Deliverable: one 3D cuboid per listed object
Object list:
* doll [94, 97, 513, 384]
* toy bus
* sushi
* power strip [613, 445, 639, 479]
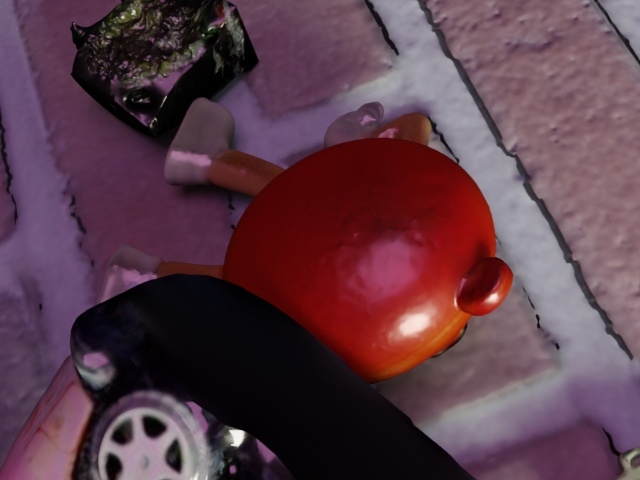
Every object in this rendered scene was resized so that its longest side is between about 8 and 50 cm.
[{"bbox_3d":[0.000,0.000,0.481,0.217,0.085,0.183,6,60,32],"label":"doll"},{"bbox_3d":[0.007,0.153,0.335,0.302,0.127,0.147,40,102,21],"label":"toy bus"},{"bbox_3d":[-0.098,-0.109,0.573,0.084,0.056,0.083,34,78,22],"label":"sushi"},{"bbox_3d":[0.184,0.181,0.378,0.080,0.029,0.227,-24,59,-8],"label":"power strip"}]
